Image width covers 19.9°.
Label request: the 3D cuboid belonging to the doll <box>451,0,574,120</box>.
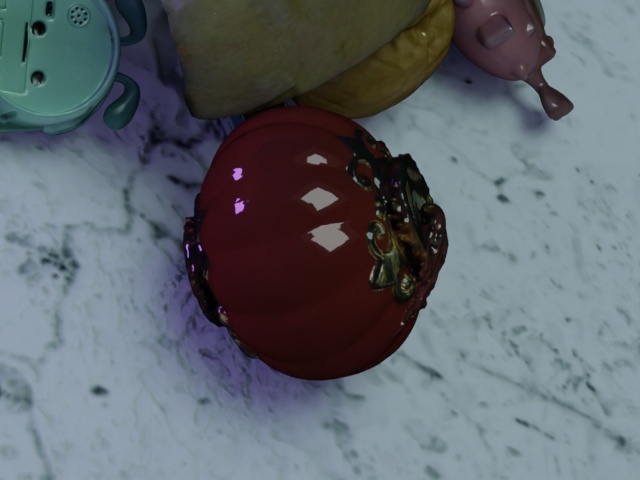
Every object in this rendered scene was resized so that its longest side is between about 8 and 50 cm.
[{"bbox_3d":[0.165,-0.229,1.789,0.262,0.093,0.211,55,18,-1],"label":"doll"}]

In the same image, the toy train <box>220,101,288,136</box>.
[{"bbox_3d":[-0.097,-0.208,1.618,0.052,0.051,0.234,-19,84,-30],"label":"toy train"}]

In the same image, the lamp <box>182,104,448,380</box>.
[{"bbox_3d":[0.000,0.000,1.464,0.227,0.227,0.227,16,53,-23],"label":"lamp"}]

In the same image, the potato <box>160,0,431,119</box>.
[{"bbox_3d":[-0.011,-0.248,1.468,0.264,0.211,0.189,-13,39,-6],"label":"potato"}]

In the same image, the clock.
[{"bbox_3d":[-0.229,-0.160,1.485,0.188,0.060,0.148,3,89,-26],"label":"clock"}]

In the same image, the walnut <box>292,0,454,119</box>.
[{"bbox_3d":[0.035,-0.194,1.661,0.159,0.159,0.207,49,49,5],"label":"walnut"}]
